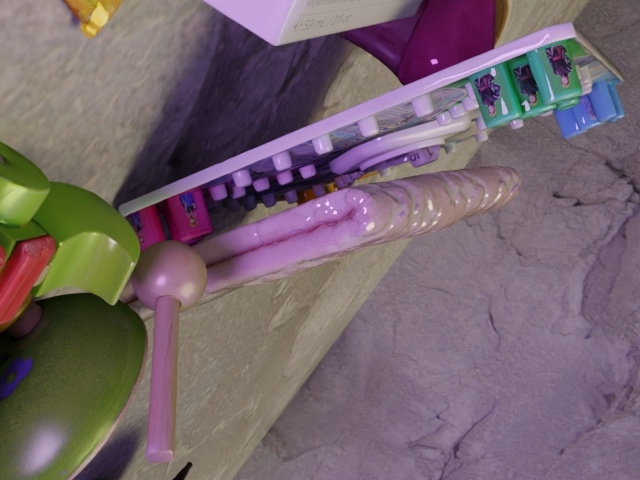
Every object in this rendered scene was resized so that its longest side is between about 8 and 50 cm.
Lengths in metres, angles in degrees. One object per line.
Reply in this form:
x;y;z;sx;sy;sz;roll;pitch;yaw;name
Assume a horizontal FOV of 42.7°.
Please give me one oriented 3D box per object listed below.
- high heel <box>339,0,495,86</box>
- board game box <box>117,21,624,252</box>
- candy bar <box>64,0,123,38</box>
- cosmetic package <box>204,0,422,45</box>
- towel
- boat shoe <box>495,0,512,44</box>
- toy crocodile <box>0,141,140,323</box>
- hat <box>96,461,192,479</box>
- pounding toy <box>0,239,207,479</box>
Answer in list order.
0.198;-0.313;0.901;0.377;0.181;0.127;-53;169;-5;high heel
0.077;-0.079;0.770;0.390;0.050;0.390;-19;178;25;board game box
-0.137;-0.155;0.420;0.040;0.018;0.161;-53;169;-7;candy bar
0.018;-0.252;0.472;0.224;0.138;0.224;-36;157;-58;cosmetic package
0.000;0.000;0.795;0.317;0.053;0.332;-19;178;33;towel
0.225;-0.321;1.224;0.096;0.098;0.277;-51;177;-19;boat shoe
-0.206;0.007;0.386;0.115;0.105;0.340;-56;168;7;toy crocodile
-0.303;0.415;1.091;0.331;0.134;0.331;-55;-172;11;hat
-0.203;0.078;0.558;0.237;0.110;0.183;-22;-142;25;pounding toy
